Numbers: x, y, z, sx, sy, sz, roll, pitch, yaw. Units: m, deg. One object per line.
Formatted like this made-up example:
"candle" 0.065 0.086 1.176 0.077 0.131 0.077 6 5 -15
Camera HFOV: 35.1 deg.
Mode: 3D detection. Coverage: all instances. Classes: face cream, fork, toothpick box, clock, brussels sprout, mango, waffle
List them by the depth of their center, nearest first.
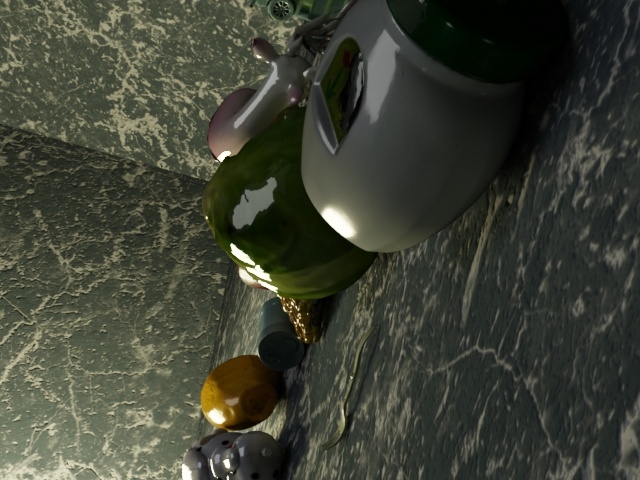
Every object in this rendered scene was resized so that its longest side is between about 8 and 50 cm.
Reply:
"face cream" 0.117 -0.173 1.226 0.357 0.219 0.312 122 144 -44
"fork" 0.051 0.236 1.618 0.034 0.028 0.219 -94 24 -84
"brussels sprout" -0.040 -0.060 1.714 0.371 0.276 0.314 -24 60 42
"waffle" -0.061 0.097 2.048 0.228 0.051 0.231 -133 23 -58
"clock" -0.156 0.466 2.079 0.254 0.189 0.189 -27 47 57
"toothpick box" -0.085 0.200 2.193 0.153 0.101 0.101 -92 20 -65
"mango" -0.183 0.348 2.304 0.359 0.187 0.144 -102 -11 -84

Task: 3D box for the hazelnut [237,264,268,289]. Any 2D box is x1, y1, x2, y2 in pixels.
"hazelnut" -0.099 0.006 2.370 0.218 0.218 0.234 118 146 -51

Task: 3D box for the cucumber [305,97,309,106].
"cucumber" -0.027 -0.168 2.113 0.096 0.096 0.359 148 141 -76

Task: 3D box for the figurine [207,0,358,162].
"figurine" -0.035 -0.285 1.823 0.316 0.284 0.206 -30 80 53

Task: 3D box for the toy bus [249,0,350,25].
"toy bus" 0.021 -0.537 2.088 0.152 0.312 0.190 -90 18 -58

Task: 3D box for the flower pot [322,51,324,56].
"flower pot" 0.046 -0.356 2.297 0.229 0.103 0.108 -106 32 -71
